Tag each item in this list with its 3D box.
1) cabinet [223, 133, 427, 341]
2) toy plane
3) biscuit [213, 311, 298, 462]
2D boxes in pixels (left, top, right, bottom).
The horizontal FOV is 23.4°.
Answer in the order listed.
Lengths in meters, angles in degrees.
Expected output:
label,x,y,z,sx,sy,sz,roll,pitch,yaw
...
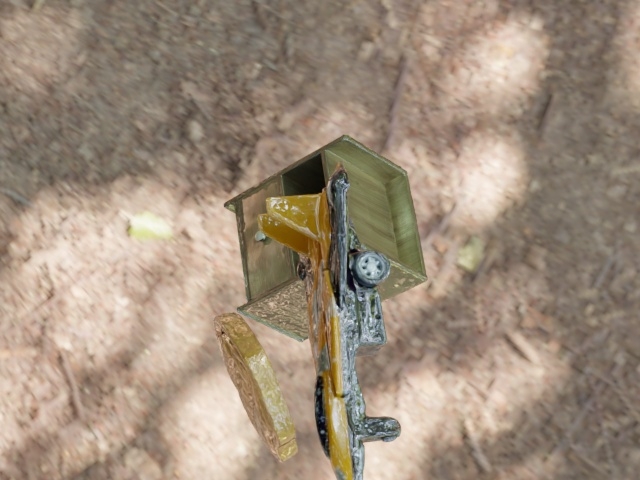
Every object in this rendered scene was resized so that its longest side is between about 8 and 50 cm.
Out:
label,x,y,z,sx,sy,sz,roll,pitch,yaw
cabinet,0.000,0.000,2.032,0.215,0.175,0.148,-28,144,30
toy plane,0.025,0.098,1.510,0.103,0.204,0.316,-10,74,-16
biscuit,-0.063,0.136,1.442,0.029,0.220,0.142,-25,71,-9
